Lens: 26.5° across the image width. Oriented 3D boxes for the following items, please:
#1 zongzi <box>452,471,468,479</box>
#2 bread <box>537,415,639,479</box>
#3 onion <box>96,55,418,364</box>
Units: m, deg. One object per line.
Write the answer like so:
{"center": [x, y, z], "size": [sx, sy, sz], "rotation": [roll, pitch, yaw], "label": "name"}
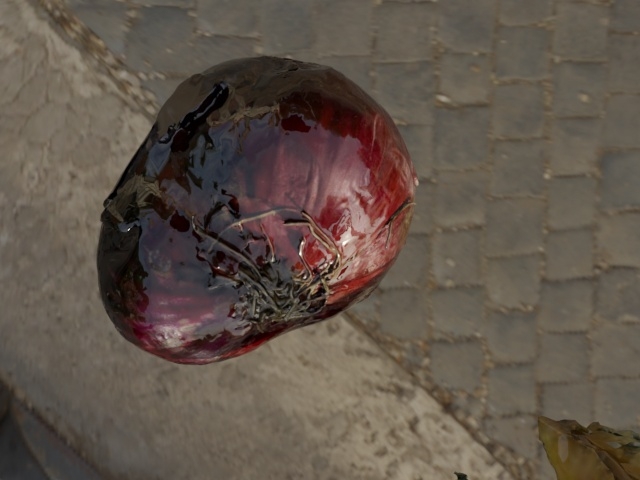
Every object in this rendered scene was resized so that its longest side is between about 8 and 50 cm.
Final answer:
{"center": [0.094, 0.239, 1.016], "size": [0.130, 0.062, 0.154], "rotation": [-26, 129, 29], "label": "zongzi"}
{"center": [0.235, 0.275, 0.650], "size": [0.248, 0.315, 0.279], "rotation": [-2, 116, -23], "label": "bread"}
{"center": [-0.058, -0.018, 1.089], "size": [0.281, 0.281, 0.221], "rotation": [-45, 131, -1], "label": "onion"}
